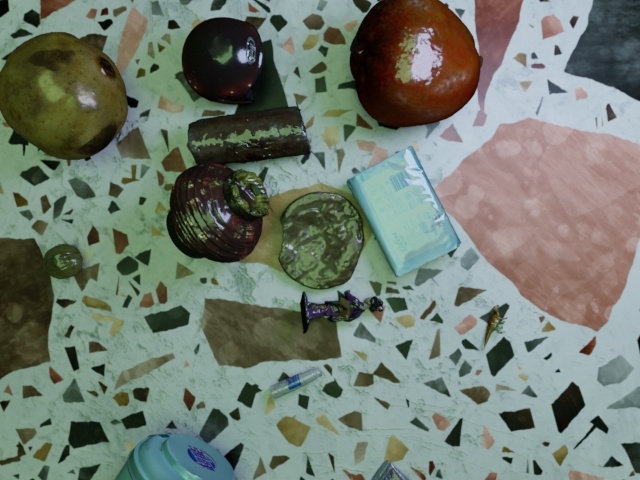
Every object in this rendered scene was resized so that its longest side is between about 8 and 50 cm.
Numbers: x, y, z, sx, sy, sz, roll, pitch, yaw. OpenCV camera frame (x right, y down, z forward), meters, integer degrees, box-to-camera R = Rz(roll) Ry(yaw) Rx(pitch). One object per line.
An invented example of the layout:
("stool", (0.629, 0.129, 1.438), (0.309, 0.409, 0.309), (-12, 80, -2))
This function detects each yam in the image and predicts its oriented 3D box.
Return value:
("yam", (-0.163, -0.247, 1.426), (0.279, 0.131, 0.131), (-7, 90, 2))

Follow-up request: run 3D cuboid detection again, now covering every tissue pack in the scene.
("tissue pack", (0.197, -0.068, 1.437), (0.177, 0.089, 0.263), (-27, 92, 3))

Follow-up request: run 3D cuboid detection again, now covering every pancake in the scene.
("pancake", (0.000, 0.000, 1.464), (0.222, 0.042, 0.236), (-17, 93, -3))

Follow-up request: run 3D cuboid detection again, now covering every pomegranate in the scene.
("pomegranate", (-0.571, -0.320, 1.357), (0.281, 0.281, 0.281), (0, 91, 1))

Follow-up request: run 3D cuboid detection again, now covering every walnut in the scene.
("walnut", (-0.622, 0.051, 1.461), (0.092, 0.092, 0.092), (0, 91, 1))

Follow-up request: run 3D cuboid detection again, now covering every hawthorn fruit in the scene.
("hawthorn fruit", (0.208, -0.387, 1.351), (0.311, 0.295, 0.295), (31, 91, -23))

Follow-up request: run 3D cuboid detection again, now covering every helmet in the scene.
("helmet", (-0.224, -0.417, 1.403), (0.216, 0.193, 0.189), (1, 90, 44))

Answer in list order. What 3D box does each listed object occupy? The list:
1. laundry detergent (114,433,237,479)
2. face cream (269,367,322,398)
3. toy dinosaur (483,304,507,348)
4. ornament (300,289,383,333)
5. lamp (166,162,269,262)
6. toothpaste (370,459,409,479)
("laundry detergent", (-0.348, 0.615, 1.355), (0.287, 0.287, 0.305), (33, 91, 1))
("face cream", (-0.059, 0.345, 1.471), (0.130, 0.034, 0.034), (-23, 90, 1))
("toy dinosaur", (0.424, 0.212, 1.462), (0.041, 0.026, 0.113), (15, 82, 8))
("ornament", (0.049, 0.156, 1.455), (0.203, 0.088, 0.081), (-11, 66, -11))
("lamp", (-0.231, -0.065, 1.375), (0.247, 0.247, 0.247), (0, 91, 1))
("toothpaste", (0.247, 0.667, 1.456), (0.299, 0.073, 0.114), (36, 91, 9))
